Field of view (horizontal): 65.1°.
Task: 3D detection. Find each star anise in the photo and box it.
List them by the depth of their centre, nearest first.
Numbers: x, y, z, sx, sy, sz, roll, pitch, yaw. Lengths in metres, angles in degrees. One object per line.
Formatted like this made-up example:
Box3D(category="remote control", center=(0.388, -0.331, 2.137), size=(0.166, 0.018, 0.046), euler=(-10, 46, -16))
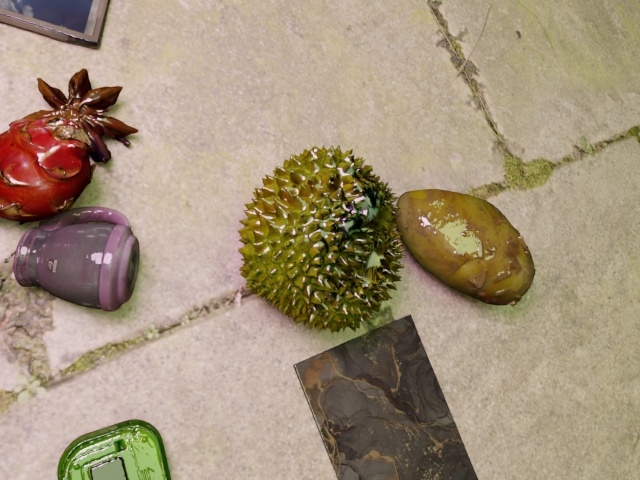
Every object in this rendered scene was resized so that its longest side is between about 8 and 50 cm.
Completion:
Box3D(category="star anise", center=(-0.357, -0.179, 0.732), size=(0.167, 0.057, 0.168), euler=(5, 77, -25))

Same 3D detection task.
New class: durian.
Box3D(category="durian", center=(-0.004, 0.000, 0.761), size=(0.291, 0.224, 0.291), euler=(-17, 112, -49))

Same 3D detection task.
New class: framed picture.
Box3D(category="framed picture", center=(-0.463, -0.413, 0.777), size=(0.259, 0.023, 0.189), euler=(12, 67, -21))

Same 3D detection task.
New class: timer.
Box3D(category="timer", center=(-0.259, 0.308, 0.638), size=(0.128, 0.047, 0.140), euler=(-12, 80, -26))

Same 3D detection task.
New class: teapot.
Box3D(category="teapot", center=(-0.320, 0.014, 0.664), size=(0.146, 0.116, 0.148), euler=(8, 76, -10))

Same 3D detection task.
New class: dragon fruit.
Box3D(category="dragon fruit", center=(-0.401, -0.069, 0.639), size=(0.246, 0.125, 0.125), euler=(-34, 56, -9))

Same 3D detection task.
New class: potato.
Box3D(category="potato", center=(0.267, 0.004, 0.918), size=(0.298, 0.141, 0.176), euler=(35, 54, -12))

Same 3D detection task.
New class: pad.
Box3D(category="pad", center=(0.127, 0.333, 0.832), size=(0.247, 0.007, 0.368), euler=(-18, 83, -28))
